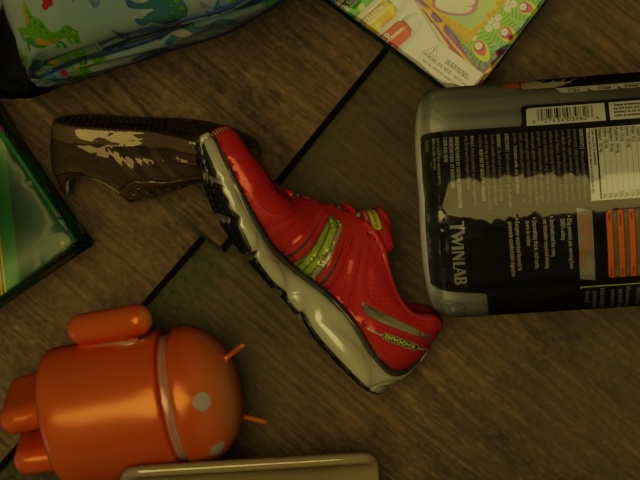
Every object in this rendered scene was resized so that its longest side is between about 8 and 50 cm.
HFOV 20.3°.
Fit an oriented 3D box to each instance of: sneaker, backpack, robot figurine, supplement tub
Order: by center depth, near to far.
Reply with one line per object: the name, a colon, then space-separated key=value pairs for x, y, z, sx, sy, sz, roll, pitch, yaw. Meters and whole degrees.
backpack: x=-0.137 y=-0.279 z=1.459 sx=0.355 sy=0.273 sz=0.290 roll=-9 pitch=98 yaw=6
supplement tub: x=0.240 y=-0.040 z=1.470 sx=0.316 sy=0.193 sz=0.193 roll=-3 pitch=90 yaw=6
sneaker: x=0.000 y=0.000 z=1.537 sx=0.118 sy=0.107 sz=0.279 roll=-41 pitch=106 yaw=-5
robot figurine: x=-0.162 y=0.141 z=1.544 sx=0.219 sy=0.128 sz=0.158 roll=-10 pitch=77 yaw=6
sneaker: x=-0.146 y=-0.069 z=1.585 sx=0.188 sy=0.066 sz=0.071 roll=7 pitch=111 yaw=8

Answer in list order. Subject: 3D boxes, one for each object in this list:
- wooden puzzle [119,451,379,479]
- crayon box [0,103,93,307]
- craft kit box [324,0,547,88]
wooden puzzle: x=-0.056 y=0.298 z=1.530 sx=0.221 sy=0.044 sz=0.239 roll=-3 pitch=105 yaw=-5
crayon box: x=-0.364 y=0.012 z=1.589 sx=0.278 sy=0.081 sz=0.165 roll=-35 pitch=87 yaw=5
craft kit box: x=0.105 y=-0.286 z=1.556 sx=0.250 sy=0.061 sz=0.246 roll=37 pitch=91 yaw=5
